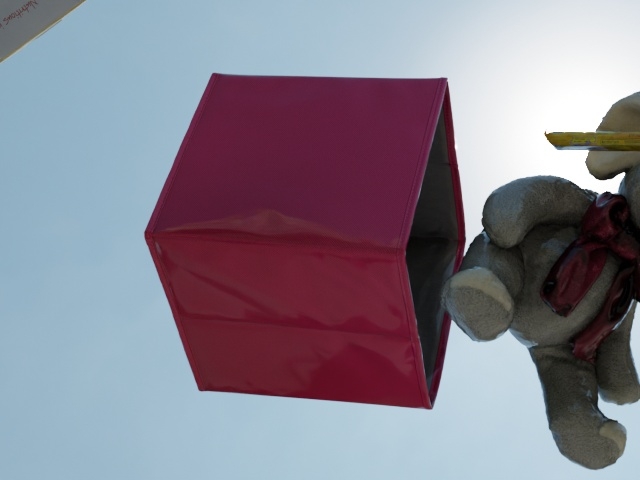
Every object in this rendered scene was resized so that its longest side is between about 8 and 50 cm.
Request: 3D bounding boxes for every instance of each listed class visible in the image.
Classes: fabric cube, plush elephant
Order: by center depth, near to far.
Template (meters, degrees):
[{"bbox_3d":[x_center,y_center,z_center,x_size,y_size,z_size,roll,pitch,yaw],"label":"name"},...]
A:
[{"bbox_3d":[0.295,0.014,1.324,0.255,0.330,0.272,-28,-66,24],"label":"plush elephant"},{"bbox_3d":[0.000,0.000,1.415,0.258,0.254,0.259,2,-42,15],"label":"fabric cube"}]

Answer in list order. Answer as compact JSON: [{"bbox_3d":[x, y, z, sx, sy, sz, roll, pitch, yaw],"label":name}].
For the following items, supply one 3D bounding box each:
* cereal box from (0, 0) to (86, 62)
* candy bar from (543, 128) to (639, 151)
[{"bbox_3d":[-0.290,-0.267,1.082,0.173,0.047,0.240,-42,-70,-26],"label":"cereal box"},{"bbox_3d":[0.287,-0.095,1.280,0.040,0.161,0.018,18,-102,-57],"label":"candy bar"}]
